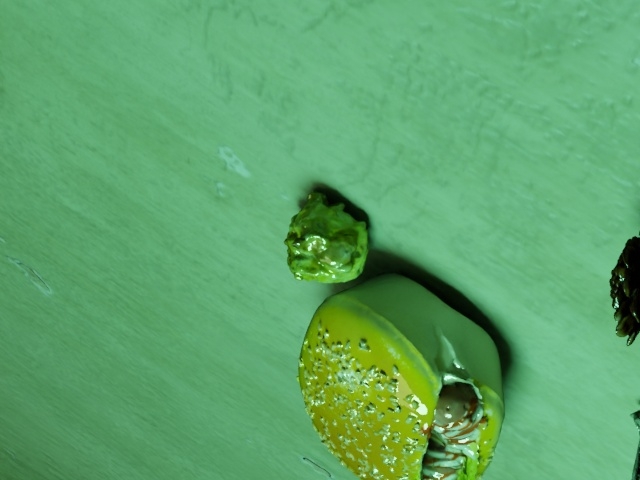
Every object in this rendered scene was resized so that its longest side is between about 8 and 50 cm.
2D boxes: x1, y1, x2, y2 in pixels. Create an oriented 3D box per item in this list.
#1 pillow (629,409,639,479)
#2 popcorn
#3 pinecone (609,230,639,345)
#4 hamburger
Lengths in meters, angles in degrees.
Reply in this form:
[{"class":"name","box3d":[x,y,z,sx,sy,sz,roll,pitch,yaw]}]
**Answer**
[{"class":"pillow","box3d":[0.287,0.238,1.240,0.169,0.059,0.255,42,165,40]},{"class":"popcorn","box3d":[0.000,0.003,1.254,0.083,0.059,0.068,16,149,53]},{"class":"pinecone","box3d":[0.213,0.030,1.015,0.083,0.077,0.077,0,138,35]},{"class":"hamburger","box3d":[0.060,0.118,1.307,0.173,0.116,0.210,34,154,12]}]
